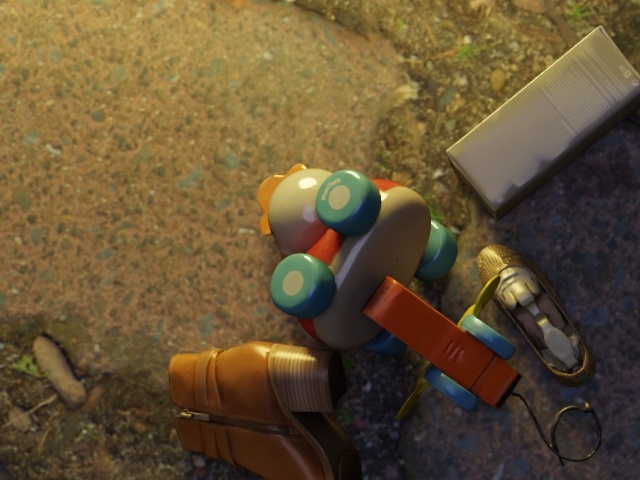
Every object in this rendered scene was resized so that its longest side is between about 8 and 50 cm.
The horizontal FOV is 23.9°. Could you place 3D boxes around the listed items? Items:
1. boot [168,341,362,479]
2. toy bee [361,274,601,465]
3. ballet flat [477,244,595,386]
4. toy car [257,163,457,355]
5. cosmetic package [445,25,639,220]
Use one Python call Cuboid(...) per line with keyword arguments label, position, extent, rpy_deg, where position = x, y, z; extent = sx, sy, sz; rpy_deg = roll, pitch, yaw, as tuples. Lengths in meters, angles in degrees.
Cuboid(label="boot", position=(-0.073, 0.261, 1.843), extent=(0.220, 0.109, 0.283), rpy_deg=(-3, 107, 21))
Cuboid(label="toy bee", position=(0.167, 0.153, 1.781), extent=(0.195, 0.162, 0.298), rpy_deg=(-33, 94, -4))
Cuboid(label="ballet flat", position=(0.264, 0.086, 1.832), extent=(0.073, 0.067, 0.206), rpy_deg=(-39, 80, 2))
Cuboid(label="toy car", position=(0.000, 0.000, 1.840), extent=(0.238, 0.219, 0.210), rpy_deg=(29, 91, 40))
Cuboid(label="cosmetic package", position=(0.272, -0.136, 1.826), extent=(0.238, 0.127, 0.107), rpy_deg=(-36, 81, 1))
